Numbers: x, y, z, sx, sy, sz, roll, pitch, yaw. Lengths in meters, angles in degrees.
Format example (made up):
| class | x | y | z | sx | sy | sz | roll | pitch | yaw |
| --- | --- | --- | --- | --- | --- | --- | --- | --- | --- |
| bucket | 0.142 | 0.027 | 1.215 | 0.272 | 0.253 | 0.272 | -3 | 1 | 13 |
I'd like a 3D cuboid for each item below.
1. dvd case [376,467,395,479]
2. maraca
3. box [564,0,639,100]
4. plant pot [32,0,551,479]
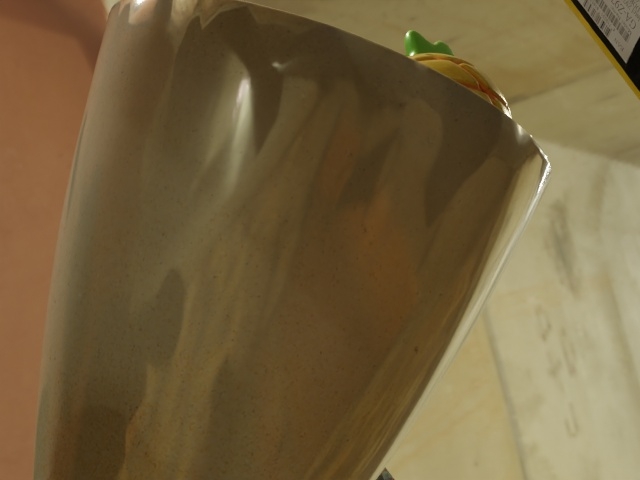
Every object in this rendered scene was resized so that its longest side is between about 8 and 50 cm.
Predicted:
| class | x | y | z | sx | sy | sz | roll | pitch | yaw |
| --- | --- | --- | --- | --- | --- | --- | --- | --- | --- |
| dvd case | 0.014 | 0.200 | 1.057 | 0.119 | 0.087 | 0.013 | 50 | 148 | 38 |
| maraca | 0.090 | -0.088 | 0.935 | 0.127 | 0.099 | 0.185 | 44 | -146 | -15 |
| box | 0.314 | -0.103 | 0.622 | 0.257 | 0.322 | 0.079 | 59 | 156 | 28 |
| plant pot | -0.043 | 0.051 | 0.687 | 0.256 | 0.256 | 0.274 | 32 | -105 | -50 |
